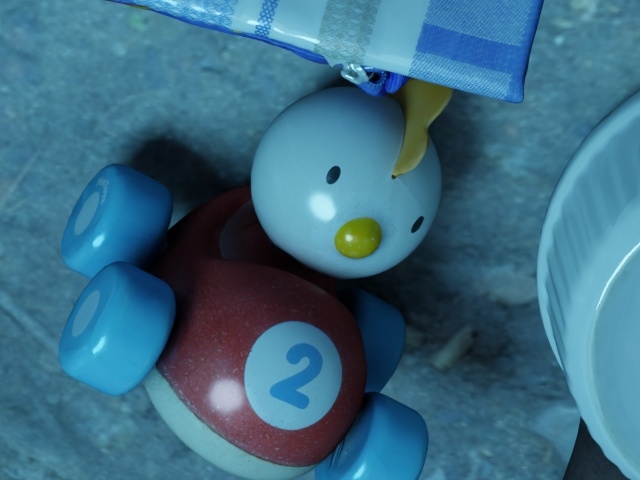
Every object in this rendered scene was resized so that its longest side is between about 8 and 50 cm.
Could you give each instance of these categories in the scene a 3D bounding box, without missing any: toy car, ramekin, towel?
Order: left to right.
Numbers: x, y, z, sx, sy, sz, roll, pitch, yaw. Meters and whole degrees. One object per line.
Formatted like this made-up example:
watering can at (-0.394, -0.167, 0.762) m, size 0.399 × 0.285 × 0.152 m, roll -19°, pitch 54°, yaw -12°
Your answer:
towel at (-0.009, -0.201, 0.986) m, size 0.285 × 0.209 × 0.034 m, roll 17°, pitch 167°, yaw -1°
toy car at (0.000, 0.000, 1.138) m, size 0.219 × 0.210 × 0.238 m, roll 28°, pitch 116°, yaw -22°
ramekin at (0.256, 0.041, 1.104) m, size 0.273 × 0.127 × 0.273 m, roll 3°, pitch 115°, yaw 6°

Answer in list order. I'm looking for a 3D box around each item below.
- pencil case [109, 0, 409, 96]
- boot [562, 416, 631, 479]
pencil case at (-0.068, -0.170, 1.053) m, size 0.306 × 0.133 × 0.119 m, roll 19°, pitch 142°, yaw 0°
boot at (0.189, 0.147, 1.288) m, size 0.248 × 0.090 × 0.207 m, roll -6°, pitch 112°, yaw 21°
